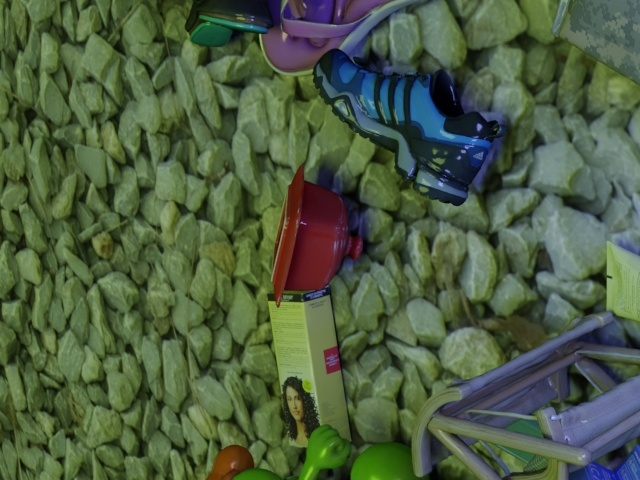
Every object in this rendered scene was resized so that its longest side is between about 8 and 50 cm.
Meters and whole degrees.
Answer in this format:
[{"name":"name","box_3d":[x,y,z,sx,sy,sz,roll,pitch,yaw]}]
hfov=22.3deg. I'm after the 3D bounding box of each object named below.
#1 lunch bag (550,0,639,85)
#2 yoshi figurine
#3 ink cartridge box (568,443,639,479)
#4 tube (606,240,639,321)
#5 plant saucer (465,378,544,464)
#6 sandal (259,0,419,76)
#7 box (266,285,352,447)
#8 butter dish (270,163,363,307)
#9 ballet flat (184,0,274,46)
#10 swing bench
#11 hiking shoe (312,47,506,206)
[{"name":"lunch bag","box_3d":[0.389,-0.298,1.640,0.235,0.169,0.287,39,132,37]},{"name":"yoshi figurine","box_3d":[0.018,0.358,2.268,0.362,0.203,0.203,-2,84,44]},{"name":"ink cartridge box","box_3d":[0.283,0.391,1.914,0.311,0.065,0.186,-47,30,22]},{"name":"tube","box_3d":[0.407,0.071,1.816,0.240,0.062,0.070,22,82,50]},{"name":"plant saucer","box_3d":[0.246,0.245,2.082,0.192,0.018,0.067,28,120,43]},{"name":"sandal","box_3d":[0.015,-0.337,2.118,0.416,0.102,0.169,-28,77,51]},{"name":"box","box_3d":[-0.016,0.182,2.341,0.087,0.058,0.232,-2,98,49]},{"name":"butter dish","box_3d":[0.000,0.000,2.233,0.160,0.118,0.160,-87,9,-60]},{"name":"ballet flat","box_3d":[-0.132,-0.330,2.259,0.280,0.095,0.096,-173,93,-69]},{"name":"swing bench","box_3d":[0.277,0.202,1.832,0.254,0.253,0.165,28,130,41]},{"name":"hiking shoe","box_3d":[0.114,-0.171,2.072,0.304,0.113,0.132,45,107,33]}]
